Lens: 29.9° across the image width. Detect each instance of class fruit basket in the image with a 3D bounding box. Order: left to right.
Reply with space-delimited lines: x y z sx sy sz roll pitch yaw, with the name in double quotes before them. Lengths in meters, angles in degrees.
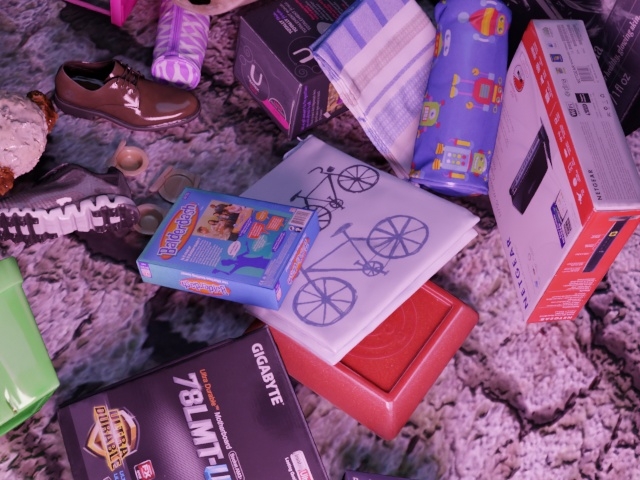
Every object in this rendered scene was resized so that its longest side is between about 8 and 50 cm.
"fruit basket" -0.553 0.131 1.467 0.392 0.283 0.392 7 69 -19

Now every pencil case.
"pencil case" -0.222 -0.337 1.924 0.086 0.088 0.206 3 57 -5
"pencil case" 0.209 -0.218 1.800 0.119 0.133 0.306 10 87 -34

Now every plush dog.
"plush dog" -0.492 -0.170 1.692 0.225 0.210 0.262 24 55 4

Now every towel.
"towel" 0.127 -0.247 1.844 0.209 0.034 0.285 -47 115 -20

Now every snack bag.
"snack bag" 0.000 0.000 1.725 0.343 0.037 0.323 29 56 32

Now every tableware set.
"tableware set" -0.268 -0.075 1.783 0.169 0.020 0.141 25 56 6

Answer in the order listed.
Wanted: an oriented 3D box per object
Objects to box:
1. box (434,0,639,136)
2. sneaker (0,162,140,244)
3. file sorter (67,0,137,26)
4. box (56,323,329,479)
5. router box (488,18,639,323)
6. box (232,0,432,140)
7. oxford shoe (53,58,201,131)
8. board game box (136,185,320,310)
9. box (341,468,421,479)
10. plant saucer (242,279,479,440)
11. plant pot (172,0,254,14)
"box" 0.449 -0.490 1.913 0.297 0.480 0.472 -32 67 -26
"sneaker" -0.380 -0.058 1.713 0.234 0.078 0.106 -6 57 -10
"file sorter" -0.362 -0.535 1.911 0.182 0.290 0.202 19 56 6
"box" -0.149 0.284 1.478 0.293 0.073 0.295 -22 57 -2
"router box" 0.338 -0.096 1.740 0.082 0.301 0.335 -3 57 -13
"box" 0.017 -0.307 1.914 0.270 0.143 0.165 -28 66 -26
"oxford shoe" -0.294 -0.226 1.834 0.227 0.096 0.082 7 54 -8
"board game box" -0.127 0.008 1.679 0.210 0.047 0.160 12 49 20
"box" 0.086 0.403 1.478 0.153 0.108 0.207 8 56 -5
"plant saucer" 0.064 0.113 1.704 0.258 0.047 0.259 33 58 12
"plant pot" -0.112 -0.505 1.873 0.334 0.333 0.305 35 45 13
